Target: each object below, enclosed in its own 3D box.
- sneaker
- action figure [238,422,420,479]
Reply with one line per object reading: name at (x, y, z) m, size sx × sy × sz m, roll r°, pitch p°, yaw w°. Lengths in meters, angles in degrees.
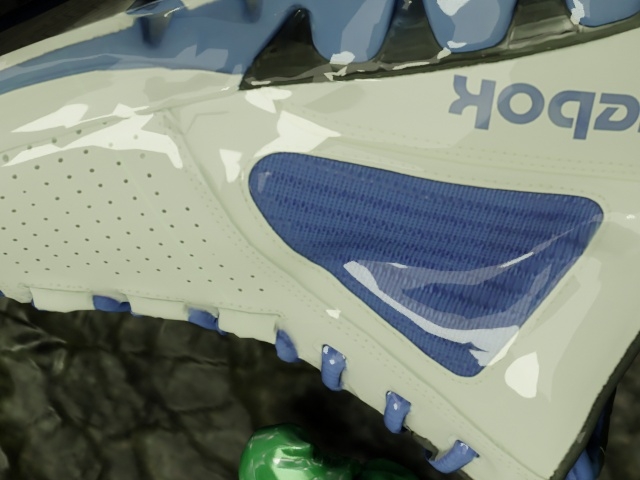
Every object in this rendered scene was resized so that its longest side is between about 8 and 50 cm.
sneaker at (0.001, 0.000, 0.512) m, size 0.316 × 0.127 × 0.182 m, roll -16°, pitch 107°, yaw 18°
action figure at (0.045, 0.158, 0.590) m, size 0.063 × 0.137 × 0.232 m, roll -29°, pitch 96°, yaw 36°
